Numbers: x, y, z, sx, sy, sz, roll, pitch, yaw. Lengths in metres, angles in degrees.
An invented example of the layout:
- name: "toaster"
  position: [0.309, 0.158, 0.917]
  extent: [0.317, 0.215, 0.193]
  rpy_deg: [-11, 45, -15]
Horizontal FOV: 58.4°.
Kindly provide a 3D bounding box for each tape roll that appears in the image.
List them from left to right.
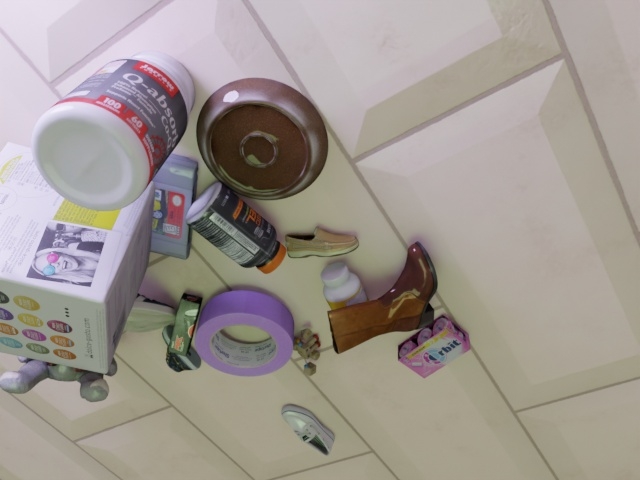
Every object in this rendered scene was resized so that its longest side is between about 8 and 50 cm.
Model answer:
- name: "tape roll"
  position: [-0.212, 0.268, 1.622]
  extent: [0.274, 0.090, 0.275]
  rpy_deg: [0, 131, 0]

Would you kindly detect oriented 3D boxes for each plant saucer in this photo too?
- name: "plant saucer"
  position: [-0.138, -0.214, 1.311]
  extent: [0.310, 0.050, 0.311]
  rpy_deg: [3, 126, 4]

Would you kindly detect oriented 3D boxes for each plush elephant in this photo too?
- name: "plush elephant"
  position: [-0.688, 0.263, 1.612]
  extent: [0.271, 0.330, 0.255]
  rpy_deg: [11, 103, -6]

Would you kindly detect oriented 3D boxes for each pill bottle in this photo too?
- name: "pill bottle"
  position: [-0.383, -0.235, 1.130]
  extent: [0.210, 0.363, 0.210]
  rpy_deg: [4, 126, 5]
- name: "pill bottle"
  position: [-0.197, -0.020, 1.403]
  extent: [0.130, 0.130, 0.245]
  rpy_deg: [-34, 120, 27]
- name: "pill bottle"
  position: [0.068, 0.149, 1.510]
  extent: [0.103, 0.103, 0.184]
  rpy_deg: [-16, 122, 18]

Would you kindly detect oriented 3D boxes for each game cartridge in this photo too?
- name: "game cartridge"
  position: [-0.415, -0.089, 1.434]
  extent: [0.196, 0.060, 0.294]
  rpy_deg: [15, 126, 1]

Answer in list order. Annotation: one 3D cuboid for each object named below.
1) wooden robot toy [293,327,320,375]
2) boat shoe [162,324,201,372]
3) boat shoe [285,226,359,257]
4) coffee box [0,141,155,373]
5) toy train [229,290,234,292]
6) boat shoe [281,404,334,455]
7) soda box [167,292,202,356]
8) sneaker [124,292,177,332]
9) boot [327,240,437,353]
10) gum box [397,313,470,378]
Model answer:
- name: "wooden robot toy"
  position: [-0.050, 0.312, 1.682]
  extent: [0.079, 0.076, 0.173]
  rpy_deg: [20, 135, 38]
- name: "boat shoe"
  position: [-0.444, 0.335, 1.732]
  extent: [0.083, 0.065, 0.183]
  rpy_deg: [-18, 122, 17]
- name: "boat shoe"
  position: [0.000, 0.000, 1.439]
  extent: [0.190, 0.068, 0.072]
  rpy_deg: [-7, 113, 12]
- name: "coffee box"
  position: [-0.587, 0.047, 1.275]
  extent: [0.334, 0.338, 0.338]
  rpy_deg: [15, 140, -8]
- name: "toy train"
  position: [-0.255, 0.176, 1.620]
  extent: [0.017, 0.024, 0.083]
  rpy_deg: [13, 127, -2]
- name: "boat shoe"
  position: [-0.038, 0.627, 1.884]
  extent: [0.226, 0.076, 0.083]
  rpy_deg: [38, 121, -19]
- name: "soda box"
  position: [-0.385, 0.240, 1.628]
  extent: [0.060, 0.053, 0.169]
  rpy_deg: [15, 104, -4]
- name: "sneaker"
  position: [-0.551, 0.153, 1.570]
  extent: [0.131, 0.148, 0.350]
  rpy_deg: [-37, 145, 24]
- name: "boot"
  position: [0.146, 0.144, 1.443]
  extent: [0.280, 0.096, 0.264]
  rpy_deg: [-13, 130, -13]
- name: "gum box"
  position: [0.321, 0.298, 1.610]
  extent: [0.107, 0.062, 0.188]
  rpy_deg: [36, 122, -18]
